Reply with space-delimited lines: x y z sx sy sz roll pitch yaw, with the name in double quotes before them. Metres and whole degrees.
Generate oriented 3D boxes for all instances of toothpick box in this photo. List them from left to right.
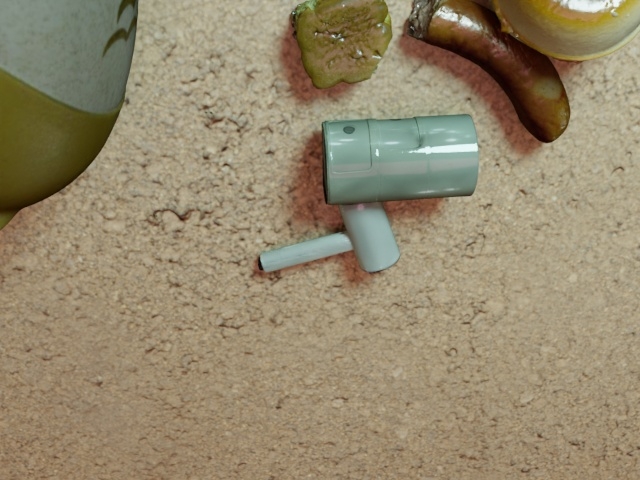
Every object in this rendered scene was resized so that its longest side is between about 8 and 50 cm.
"toothpick box" -0.424 -0.238 0.834 0.408 0.409 0.426 11 124 -9

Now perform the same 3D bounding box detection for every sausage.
"sausage" 0.259 -0.256 1.050 0.302 0.076 0.103 33 121 -18

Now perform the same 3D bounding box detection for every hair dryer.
"hair dryer" 0.000 0.000 1.199 0.236 0.073 0.131 -14 118 15

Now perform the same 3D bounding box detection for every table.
"table" 0.113 -0.121 1.089 0.219 0.126 0.127 -3 120 -2

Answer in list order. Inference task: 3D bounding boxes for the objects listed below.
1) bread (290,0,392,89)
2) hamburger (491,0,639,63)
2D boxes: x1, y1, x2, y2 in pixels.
"bread" 0.034 -0.285 1.025 0.140 0.069 0.128 -17 120 8
"hamburger" 0.330 -0.348 0.955 0.236 0.147 0.237 0 93 1
